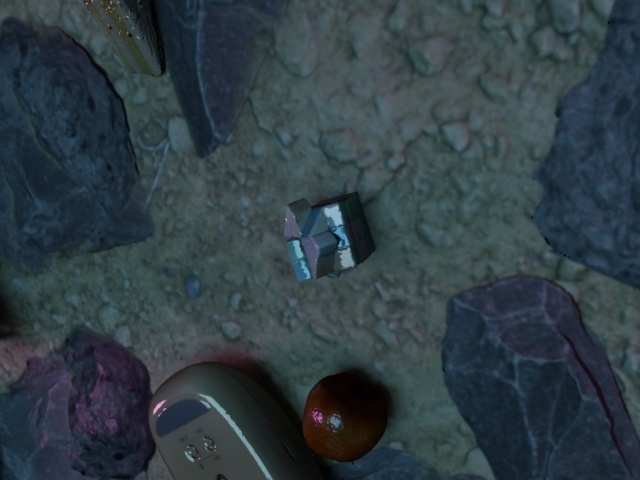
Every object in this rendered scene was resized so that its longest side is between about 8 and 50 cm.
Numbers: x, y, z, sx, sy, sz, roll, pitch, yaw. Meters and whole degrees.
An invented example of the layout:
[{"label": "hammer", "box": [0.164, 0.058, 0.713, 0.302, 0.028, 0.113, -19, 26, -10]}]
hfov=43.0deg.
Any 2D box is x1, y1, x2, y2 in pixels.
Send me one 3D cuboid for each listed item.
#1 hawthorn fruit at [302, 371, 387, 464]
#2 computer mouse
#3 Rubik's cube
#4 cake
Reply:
[{"label": "hawthorn fruit", "box": [0.020, 0.179, 0.785, 0.081, 0.081, 0.093, 32, 117, 14]}, {"label": "computer mouse", "box": [-0.082, 0.234, 0.847, 0.145, 0.082, 0.236, -35, 90, 29]}, {"label": "Rubik's cube", "box": [0.000, -0.002, 0.739, 0.073, 0.084, 0.075, -14, 82, 24]}, {"label": "cake", "box": [-0.192, -0.214, 0.783, 0.052, 0.065, 0.121, 1, 113, 28]}]
